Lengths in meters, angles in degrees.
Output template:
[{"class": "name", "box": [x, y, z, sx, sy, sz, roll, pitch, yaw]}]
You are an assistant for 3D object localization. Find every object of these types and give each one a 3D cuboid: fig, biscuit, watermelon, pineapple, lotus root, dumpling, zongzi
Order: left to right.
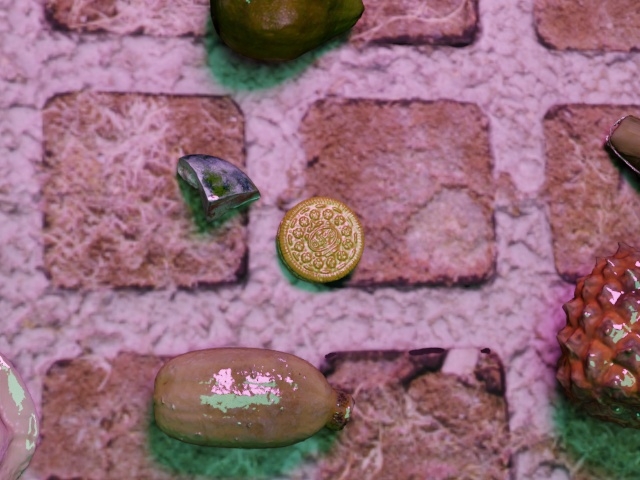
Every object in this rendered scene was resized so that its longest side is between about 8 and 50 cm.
[{"class": "dumpling", "box": [-0.313, 0.137, 0.844, 0.169, 0.100, 0.134, 29, 61, -8]}, {"class": "watermelon", "box": [-0.104, -0.047, 0.953, 0.085, 0.085, 0.061, 17, 107, -9]}, {"class": "lotus root", "box": [-0.056, 0.141, 0.905, 0.183, 0.077, 0.090, 6, 79, -9]}, {"class": "fig", "box": [-0.026, -0.224, 0.960, 0.156, 0.123, 0.123, 10, 78, -21]}, {"class": "biscuit", "box": [0.000, 0.000, 0.970, 0.084, 0.023, 0.084, 2, 80, -13]}, {"class": "pineapple", "box": [0.309, 0.078, 0.956, 0.166, 0.166, 0.193, 21, 70, -8]}, {"class": "zongzi", "box": [0.344, -0.087, 1.011, 0.104, 0.113, 0.052, 42, 82, -2]}]
